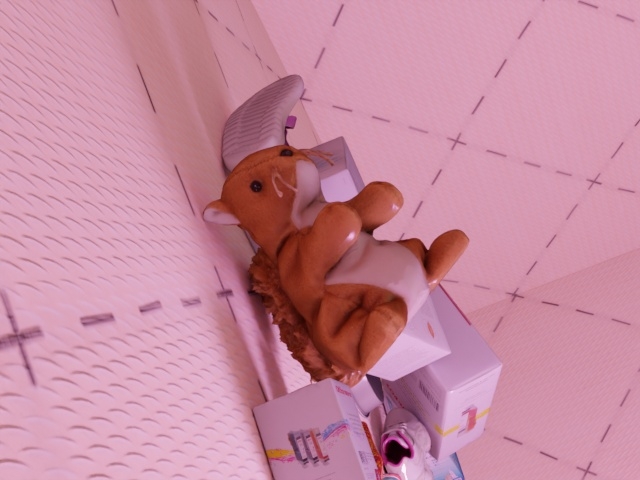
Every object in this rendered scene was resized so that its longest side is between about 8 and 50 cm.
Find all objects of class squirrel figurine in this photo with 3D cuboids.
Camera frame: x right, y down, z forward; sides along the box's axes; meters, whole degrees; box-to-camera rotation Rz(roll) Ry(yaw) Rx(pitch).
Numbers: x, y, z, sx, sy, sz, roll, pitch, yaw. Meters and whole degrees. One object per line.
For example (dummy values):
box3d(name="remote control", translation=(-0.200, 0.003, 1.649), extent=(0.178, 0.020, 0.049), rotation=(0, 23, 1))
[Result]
box3d(name="squirrel figurine", translation=(-0.020, 0.040, 1.546), extent=(0.370, 0.281, 0.397), rotation=(38, -39, 6))

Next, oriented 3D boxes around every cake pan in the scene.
box3d(name="cake pan", translation=(0.081, 0.278, 2.262), extent=(0.293, 0.054, 0.293), rotation=(-22, 90, -82))

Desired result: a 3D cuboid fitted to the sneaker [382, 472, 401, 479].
box3d(name="sneaker", translation=(0.167, 0.580, 2.062), extent=(0.075, 0.057, 0.161), rotation=(-76, 149, -48))

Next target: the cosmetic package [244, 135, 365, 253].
box3d(name="cosmetic package", translation=(-0.030, -0.077, 1.848), extent=(0.224, 0.224, 0.138), rotation=(-92, 159, -69))

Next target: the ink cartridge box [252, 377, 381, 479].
box3d(name="ink cartridge box", translation=(0.000, 0.304, 1.364), extent=(0.128, 0.127, 0.176), rotation=(45, 24, -69))

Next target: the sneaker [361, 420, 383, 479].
box3d(name="sneaker", translation=(0.094, 0.439, 1.885), extent=(0.175, 0.064, 0.067), rotation=(-97, 173, -53))

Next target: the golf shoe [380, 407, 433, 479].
box3d(name="golf shoe", translation=(0.199, 0.488, 2.284), extent=(0.140, 0.115, 0.306), rotation=(60, 9, -27))

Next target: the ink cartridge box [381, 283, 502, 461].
box3d(name="ink cartridge box", translation=(0.292, 0.335, 2.377), extent=(0.279, 0.160, 0.384), rotation=(54, -21, 32))

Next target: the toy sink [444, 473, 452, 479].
box3d(name="toy sink", translation=(0.286, 0.690, 2.240), extent=(0.152, 0.131, 0.234), rotation=(-104, 173, -47))

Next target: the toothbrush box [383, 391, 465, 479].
box3d(name="toothbrush box", translation=(0.288, 0.549, 2.648), extent=(0.295, 0.126, 0.216), rotation=(59, 13, -54))

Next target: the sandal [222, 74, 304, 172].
box3d(name="sandal", translation=(-0.113, -0.219, 1.939), extent=(0.102, 0.169, 0.416), rotation=(61, 22, -24))

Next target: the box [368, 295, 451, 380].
box3d(name="box", translation=(0.116, 0.160, 2.089), extent=(0.345, 0.168, 0.215), rotation=(28, 39, -54))
